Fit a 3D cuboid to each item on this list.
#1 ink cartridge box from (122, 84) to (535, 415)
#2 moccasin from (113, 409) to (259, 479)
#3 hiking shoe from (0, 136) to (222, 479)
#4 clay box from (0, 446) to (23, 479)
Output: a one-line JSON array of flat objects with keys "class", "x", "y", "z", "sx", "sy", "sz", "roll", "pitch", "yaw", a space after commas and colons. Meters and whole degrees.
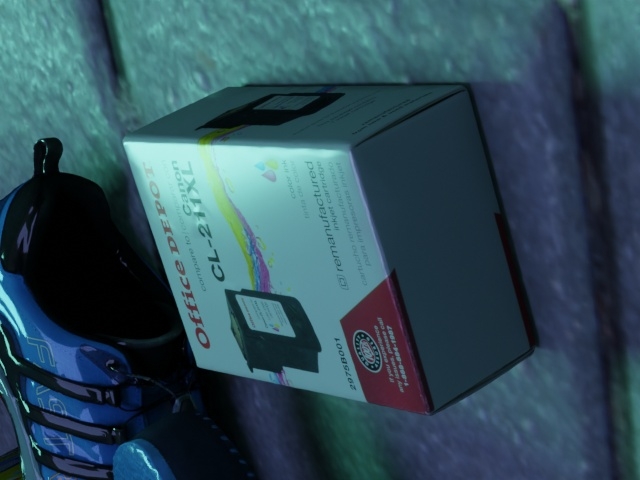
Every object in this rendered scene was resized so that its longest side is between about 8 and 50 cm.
[{"class": "ink cartridge box", "x": 0.000, "y": 0.000, "z": 0.834, "sx": 0.175, "sy": 0.072, "sz": 0.127, "roll": 5, "pitch": 118, "yaw": 51}, {"class": "moccasin", "x": 0.017, "y": 0.229, "z": 0.946, "sx": 0.342, "sy": 0.117, "sz": 0.138, "roll": 60, "pitch": 158, "yaw": -5}, {"class": "hiking shoe", "x": -0.110, "y": 0.101, "z": 1.019, "sx": 0.304, "sy": 0.113, "sz": 0.132, "roll": 55, "pitch": 141, "yaw": 4}, {"class": "clay box", "x": -0.195, "y": 0.168, "z": 1.166, "sx": 0.222, "sy": 0.127, "sz": 0.053, "roll": -17, "pitch": 99, "yaw": 55}]
